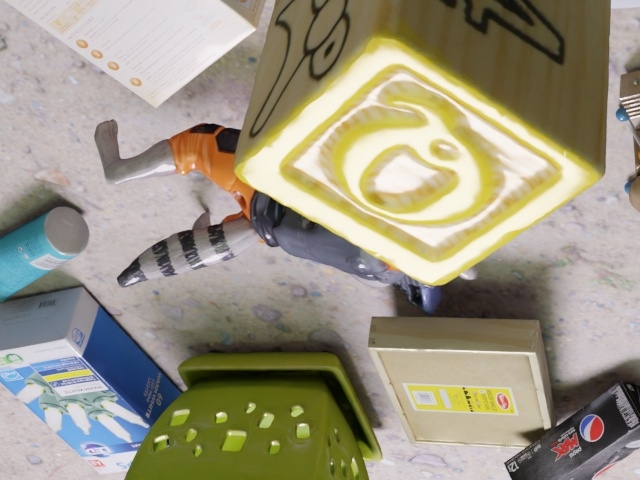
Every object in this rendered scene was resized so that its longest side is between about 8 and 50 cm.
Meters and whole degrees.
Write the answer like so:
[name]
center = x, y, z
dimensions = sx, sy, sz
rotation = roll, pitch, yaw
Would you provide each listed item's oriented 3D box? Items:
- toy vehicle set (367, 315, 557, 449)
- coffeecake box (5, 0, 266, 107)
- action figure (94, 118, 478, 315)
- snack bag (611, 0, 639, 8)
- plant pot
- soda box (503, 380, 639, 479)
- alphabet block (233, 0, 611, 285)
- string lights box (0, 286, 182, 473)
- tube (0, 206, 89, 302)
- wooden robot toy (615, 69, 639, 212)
[toy vehicle set]
center = 0.155, 0.154, 1.441
dimensions = 0.166, 0.035, 0.267
rotation = 1, 151, 14
[coffeecake box]
center = -0.156, -0.210, 1.096
dimensions = 0.185, 0.068, 0.142
rotation = 35, 137, -25
[action figure]
center = 0.000, 0.000, 1.233
dimensions = 0.330, 0.178, 0.341
rotation = 3, 141, 28
[snack bag]
center = 0.097, -0.279, 0.961
dimensions = 0.343, 0.037, 0.323
rotation = -2, 140, 18
[plant pot]
center = -0.058, 0.250, 1.527
dimensions = 0.227, 0.207, 0.228
rotation = -2, 140, 20
[soda box]
center = 0.280, 0.218, 1.460
dimensions = 0.169, 0.053, 0.060
rotation = -41, 144, 27
[alphabet block]
center = 0.076, -0.119, 0.981
dimensions = 0.193, 0.197, 0.192
rotation = 28, 140, -20
[string lights box]
center = -0.264, 0.167, 1.590
dimensions = 0.133, 0.076, 0.259
rotation = -11, 136, 27
[tube]
center = -0.320, 0.020, 1.452
dimensions = 0.080, 0.052, 0.207
rotation = 41, 140, -24
[wooden robot toy]
center = 0.285, -0.058, 1.145
dimensions = 0.076, 0.079, 0.173
rotation = -1, 140, 18
